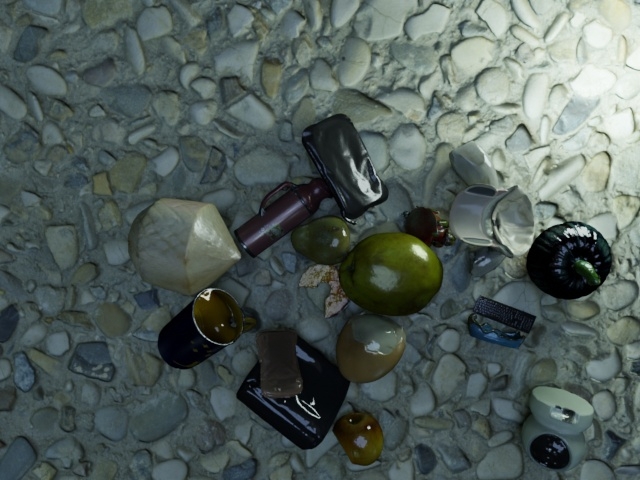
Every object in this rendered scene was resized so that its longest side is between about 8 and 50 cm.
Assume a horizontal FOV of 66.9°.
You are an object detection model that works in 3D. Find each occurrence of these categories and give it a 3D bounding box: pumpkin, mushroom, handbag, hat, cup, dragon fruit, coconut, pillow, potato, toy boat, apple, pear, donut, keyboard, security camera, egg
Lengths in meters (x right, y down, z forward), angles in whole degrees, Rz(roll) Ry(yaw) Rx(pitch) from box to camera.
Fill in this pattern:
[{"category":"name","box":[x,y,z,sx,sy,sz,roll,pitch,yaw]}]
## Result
[{"category":"pumpkin","box":[0.771,0.070,1.473,0.247,0.248,0.248,0,95,0]},{"category":"mushroom","box":[0.570,0.004,1.550,0.278,0.096,0.099,-50,138,2]},{"category":"handbag","box":[-0.083,0.474,1.562,0.301,0.178,0.275,38,51,-1]},{"category":"hat","box":[0.517,-0.053,1.475,0.225,0.164,0.220,5,78,37]},{"category":"cup","box":[-0.342,0.299,1.504,0.255,0.179,0.256,31,132,-24]},{"category":"handbag","box":[0.081,-0.223,1.512,0.191,0.075,0.332,-30,94,-28]},{"category":"dragon fruit","box":[0.345,-0.028,1.540,0.175,0.142,0.138,28,135,-21]},{"category":"coconut","box":[-0.395,0.024,1.456,0.328,0.329,0.329,0,95,0]},{"category":"pillow","box":[-0.126,0.371,1.475,0.135,0.034,0.211,4,59,-21]},{"category":"potato","box":[0.000,0.000,1.513,0.193,0.157,0.157,2,95,14]},{"category":"toy boat","box":[0.566,0.291,1.577,0.185,0.075,0.077,14,98,3]},{"category":"apple","box":[0.124,0.649,1.576,0.163,0.146,0.147,-7,99,-1]},{"category":"pear","box":[0.216,0.105,1.474,0.321,0.269,0.269,8,95,-23]},{"category":"mushroom","box":[0.502,-0.183,1.528,0.118,0.103,0.270,-27,100,2]},{"category":"donut","box":[0.025,0.150,1.570,0.146,0.078,0.181,-41,87,2]},{"category":"keyboard","box":[0.610,0.244,1.605,0.202,0.011,0.067,21,96,-1]},{"category":"security camera","box":[0.748,0.613,1.553,0.194,0.194,0.237,10,100,-1]},{"category":"egg","box":[0.149,0.338,1.523,0.201,0.201,0.245,31,104,-2]}]

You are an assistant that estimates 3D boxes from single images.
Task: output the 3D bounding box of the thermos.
[{"category":"thermos","box":[-0.117,-0.095,1.529,0.330,0.109,0.136,-36,93,3]}]
